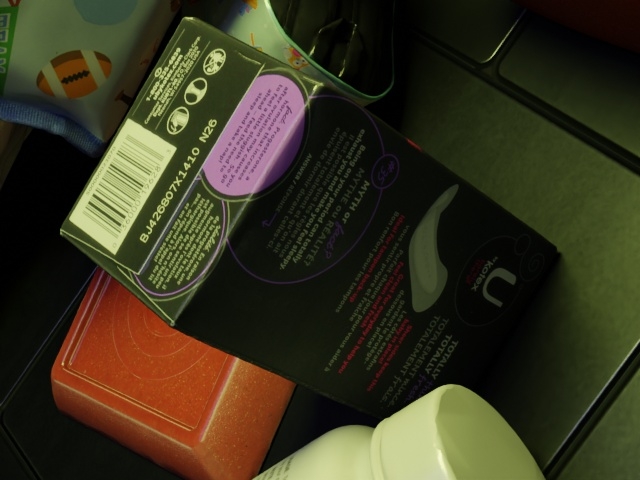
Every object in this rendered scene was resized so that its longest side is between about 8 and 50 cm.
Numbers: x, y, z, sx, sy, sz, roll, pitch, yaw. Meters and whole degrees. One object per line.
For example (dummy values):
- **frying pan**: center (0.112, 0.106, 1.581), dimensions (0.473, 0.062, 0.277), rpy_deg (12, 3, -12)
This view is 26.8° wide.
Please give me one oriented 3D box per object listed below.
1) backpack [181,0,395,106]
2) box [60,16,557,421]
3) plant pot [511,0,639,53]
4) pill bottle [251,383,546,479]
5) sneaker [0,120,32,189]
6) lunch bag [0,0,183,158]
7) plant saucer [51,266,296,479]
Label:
- **backpack**: center (-0.023, -0.176, 1.051), dimensions (0.144, 0.166, 0.188), rpy_deg (-30, 48, 29)
- **box**: center (0.000, 0.000, 0.867), dimensions (0.143, 0.270, 0.165), rpy_deg (33, 92, 45)
- **plant pot**: center (0.182, -0.278, 0.878), dimensions (0.236, 0.267, 0.267), rpy_deg (13, 78, 57)
- **pill bottle**: center (0.001, 0.215, 0.837), dimensions (0.283, 0.160, 0.160), rpy_deg (-35, 50, 23)
- **sneaker**: center (-0.367, -0.056, 1.210), dimensions (0.257, 0.169, 0.447), rpy_deg (134, 155, -75)
- **lunch bag**: center (-0.198, -0.307, 1.036), dimensions (0.327, 0.239, 0.385), rpy_deg (-56, 33, 23)
- **plant saucer**: center (-0.108, 0.050, 1.096), dimensions (0.258, 0.048, 0.259), rpy_deg (17, 80, 44)
